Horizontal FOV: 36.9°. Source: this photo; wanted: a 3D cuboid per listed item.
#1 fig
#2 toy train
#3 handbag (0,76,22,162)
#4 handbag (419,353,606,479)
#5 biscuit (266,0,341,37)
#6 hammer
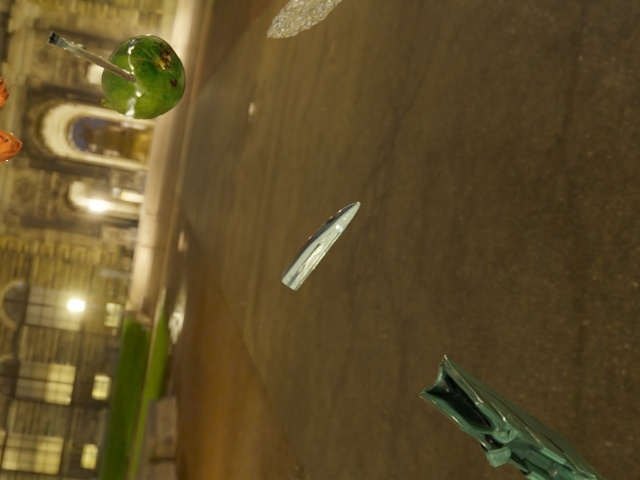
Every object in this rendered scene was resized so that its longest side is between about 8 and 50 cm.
[{"bbox_3d":[-0.453,-0.377,2.357,0.235,0.203,0.203,-25,53,51],"label":"fig"},{"bbox_3d":[0.001,0.000,2.074,0.252,0.048,0.055,-52,10,26],"label":"toy train"},{"bbox_3d":[-0.639,-0.154,1.341,0.410,0.303,0.116,12,118,41],"label":"handbag"},{"bbox_3d":[0.330,0.335,1.605,0.089,0.326,0.238,-54,16,2],"label":"handbag"},{"bbox_3d":[-0.006,-0.522,2.064,0.250,0.133,0.032,-46,62,33],"label":"biscuit"},{"bbox_3d":[-0.286,-0.229,1.206,0.182,0.062,0.017,30,96,42],"label":"hammer"}]
